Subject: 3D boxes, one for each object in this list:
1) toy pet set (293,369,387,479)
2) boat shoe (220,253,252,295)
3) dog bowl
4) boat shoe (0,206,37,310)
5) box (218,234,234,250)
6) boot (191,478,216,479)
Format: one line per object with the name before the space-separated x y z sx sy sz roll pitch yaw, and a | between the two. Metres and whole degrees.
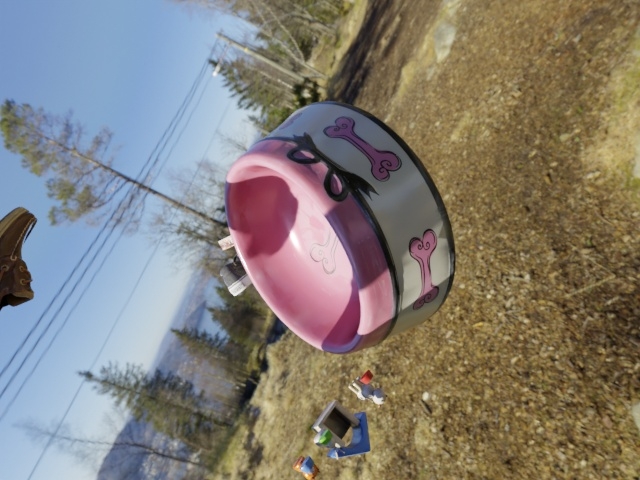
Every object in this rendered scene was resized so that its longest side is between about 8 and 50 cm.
toy pet set | 0.030 0.219 0.494 0.122 0.065 0.114 -47 -7 -27
boat shoe | -0.170 0.061 1.016 0.080 0.076 0.228 -38 2 15
dog bowl | 0.000 0.000 0.715 0.150 0.408 0.408 -32 -6 -32
boat shoe | -0.644 0.094 0.900 0.123 0.123 0.342 -35 37 47
box | -0.155 -0.021 1.023 0.137 0.027 0.094 -22 5 32
boot | -0.175 0.424 0.545 0.109 0.283 0.220 -103 2 -70
